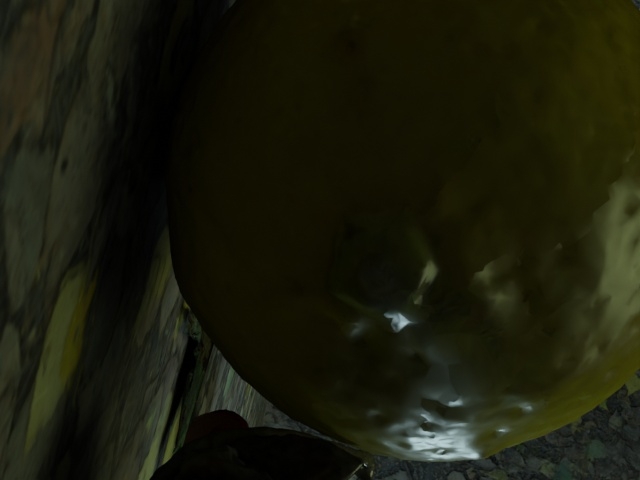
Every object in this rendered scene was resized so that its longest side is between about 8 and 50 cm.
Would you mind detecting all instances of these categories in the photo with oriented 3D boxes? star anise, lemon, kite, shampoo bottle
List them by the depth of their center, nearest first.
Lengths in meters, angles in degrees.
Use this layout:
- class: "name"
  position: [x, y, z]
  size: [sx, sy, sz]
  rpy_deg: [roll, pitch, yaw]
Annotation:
- class: "star anise"
  position: [-0.066, 0.160, 0.574]
  size: [0.262, 0.081, 0.230]
  rpy_deg: [-29, 164, -41]
- class: "lemon"
  position: [0.065, -0.031, 0.613]
  size: [0.336, 0.336, 0.336]
  rpy_deg: [14, 90, -89]
- class: "kite"
  position: [-0.105, 0.069, 0.966]
  size: [0.268, 0.013, 0.323]
  rpy_deg: [-61, 163, -89]
- class: "shampoo bottle"
  position: [-0.116, 0.263, 1.163]
  size: [0.314, 0.076, 0.118]
  rpy_deg: [100, 9, -67]
